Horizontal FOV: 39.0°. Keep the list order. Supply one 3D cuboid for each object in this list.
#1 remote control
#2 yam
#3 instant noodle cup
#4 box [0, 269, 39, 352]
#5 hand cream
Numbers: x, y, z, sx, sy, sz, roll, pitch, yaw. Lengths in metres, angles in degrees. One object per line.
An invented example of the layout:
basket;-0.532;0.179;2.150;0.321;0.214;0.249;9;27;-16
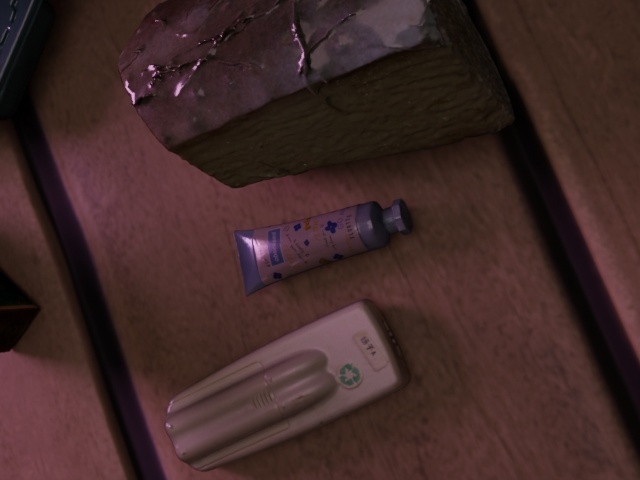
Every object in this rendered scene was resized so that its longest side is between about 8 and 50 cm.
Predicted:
remote control;-0.037;0.138;0.825;0.230;0.049;0.090;-28;82;15
yam;-0.011;-0.154;0.760;0.271;0.202;0.201;-24;59;18
instant noodle cup;-0.356;-0.209;0.938;0.157;0.070;0.179;28;97;19
box;-0.403;0.043;0.854;0.159;0.240;0.071;38;101;16
hand cream;0.000;0.000;0.822;0.171;0.043;0.065;-17;77;22
